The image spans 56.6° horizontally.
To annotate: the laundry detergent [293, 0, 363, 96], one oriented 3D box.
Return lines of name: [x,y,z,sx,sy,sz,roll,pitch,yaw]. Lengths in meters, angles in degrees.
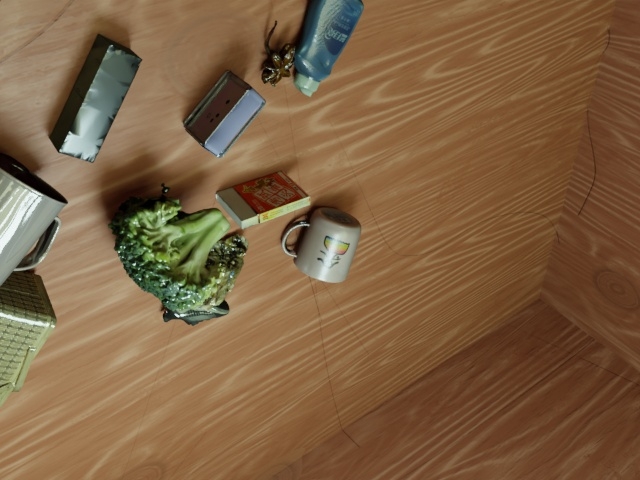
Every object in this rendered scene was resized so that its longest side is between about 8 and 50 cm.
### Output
laundry detergent: [0.003,-0.529,1.602,0.144,0.094,0.289,0,122,-47]

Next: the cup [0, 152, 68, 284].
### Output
cup: [-0.711,-0.044,1.298,0.208,0.288,0.273,36,87,-6]

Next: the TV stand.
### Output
TV stand: [-0.508,-0.317,1.341,0.088,0.083,0.269,16,110,-46]

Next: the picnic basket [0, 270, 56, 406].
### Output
picnic basket: [-0.798,0.235,1.432,0.175,0.228,0.312,27,102,-47]

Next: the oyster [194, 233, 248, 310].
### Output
oyster: [-0.316,0.101,1.816,0.214,0.083,0.222,-16,110,-37]

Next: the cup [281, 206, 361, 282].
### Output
cup: [0.000,0.000,1.993,0.253,0.191,0.200,15,112,-11]

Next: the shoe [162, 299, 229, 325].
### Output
shoe: [-0.398,0.216,1.877,0.228,0.099,0.112,18,116,-44]

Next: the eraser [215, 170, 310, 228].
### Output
eraser: [-0.167,-0.123,1.740,0.230,0.157,0.038,-22,138,-27]

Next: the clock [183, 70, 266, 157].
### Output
clock: [-0.248,-0.322,1.515,0.193,0.144,0.073,-50,135,4]

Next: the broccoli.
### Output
broccoli: [-0.371,0.007,1.531,0.281,0.348,0.293,-38,146,-27]

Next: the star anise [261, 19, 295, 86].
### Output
star anise: [-0.113,-0.484,1.551,0.098,0.070,0.190,-20,153,-25]
